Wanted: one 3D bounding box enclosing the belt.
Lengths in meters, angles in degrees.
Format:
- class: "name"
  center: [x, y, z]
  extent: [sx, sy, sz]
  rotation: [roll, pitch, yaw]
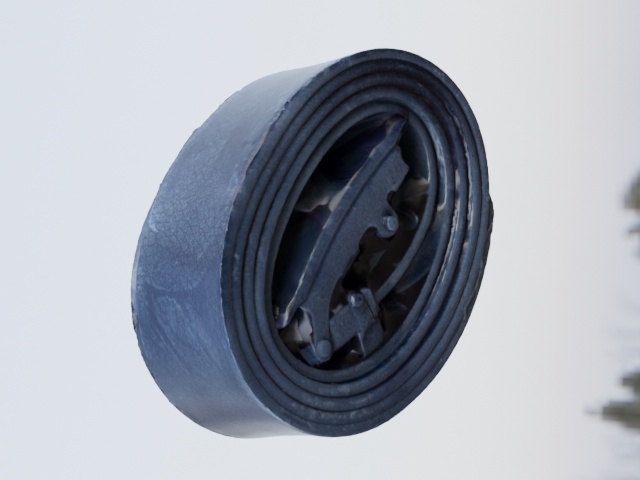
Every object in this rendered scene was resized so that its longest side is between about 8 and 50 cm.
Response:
- class: "belt"
  center: [0.000, 0.000, 0.851]
  extent: [0.141, 0.082, 0.190]
  rotation: [45, -121, -29]
